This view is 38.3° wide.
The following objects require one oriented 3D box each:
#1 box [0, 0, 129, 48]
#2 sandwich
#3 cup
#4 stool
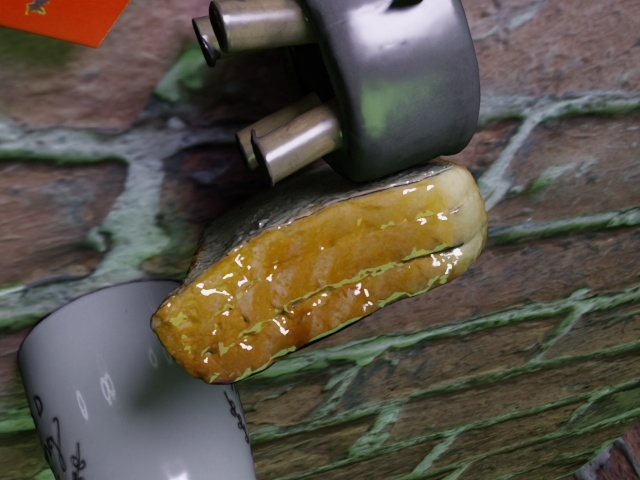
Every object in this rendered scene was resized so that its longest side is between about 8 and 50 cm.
[{"bbox_3d":[-0.113,-0.201,0.436,0.139,0.035,0.245,6,137,-45],"label":"box"},{"bbox_3d":[0.000,-0.001,0.677,0.226,0.087,0.251,-21,-169,2],"label":"sandwich"},{"bbox_3d":[-0.160,0.202,0.859,0.186,0.234,0.258,-13,151,-21],"label":"cup"},{"bbox_3d":[0.010,-0.096,0.582,0.139,0.153,0.228,-21,151,-10],"label":"stool"}]
